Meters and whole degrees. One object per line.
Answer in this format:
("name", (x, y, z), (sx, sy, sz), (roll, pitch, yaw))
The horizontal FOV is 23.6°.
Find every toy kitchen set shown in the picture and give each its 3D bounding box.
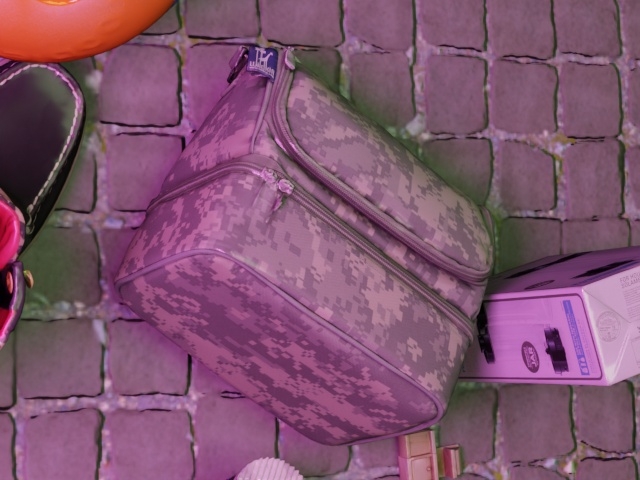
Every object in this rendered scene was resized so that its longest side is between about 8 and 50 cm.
("toy kitchen set", (0.124, 0.226, 1.479), (0.068, 0.075, 0.083), (-8, 94, -27))

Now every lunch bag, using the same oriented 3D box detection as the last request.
("lunch bag", (0.000, 0.000, 1.374), (0.305, 0.212, 0.256), (36, 56, -20))

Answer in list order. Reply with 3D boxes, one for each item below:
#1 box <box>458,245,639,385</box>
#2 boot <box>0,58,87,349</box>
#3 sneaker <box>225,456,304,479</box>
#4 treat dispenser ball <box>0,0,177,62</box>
("box", (0.236, 0.068, 1.426), (0.169, 0.290, 0.087), (-18, 93, -23))
("boot", (-0.283, -0.005, 1.186), (0.138, 0.284, 0.377), (44, 71, -16))
("sneaker", (-0.063, 0.349, 1.342), (0.102, 0.146, 0.293), (11, 65, -30))
("treat dispenser ball", (-0.225, -0.286, 1.230), (0.288, 0.288, 0.288), (2, 86, -25))
